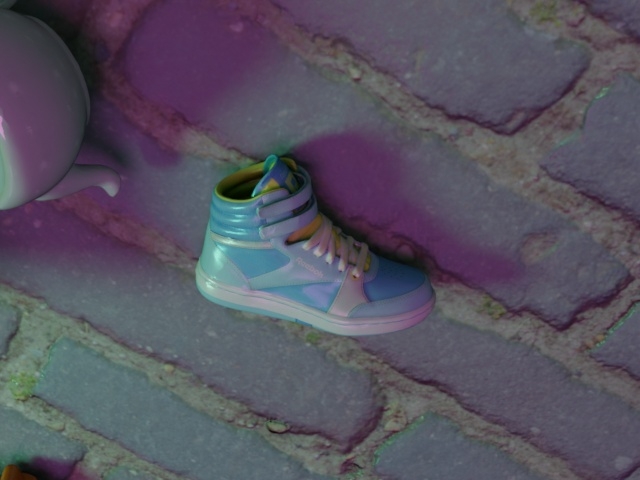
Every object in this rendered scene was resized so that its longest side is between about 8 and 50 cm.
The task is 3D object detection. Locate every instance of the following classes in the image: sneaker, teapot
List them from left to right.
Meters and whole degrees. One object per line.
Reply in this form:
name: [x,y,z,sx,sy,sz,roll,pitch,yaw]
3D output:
teapot: [-0.361,-0.176,1.064,0.252,0.187,0.256,36,140,15]
sneaker: [0.000,0.000,1.158,0.318,0.127,0.208,8,123,1]

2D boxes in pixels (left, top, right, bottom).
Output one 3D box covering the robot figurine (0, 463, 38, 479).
robot figurine: [-0.498,0.472,1.501,0.128,0.158,0.219,17,132,43]
